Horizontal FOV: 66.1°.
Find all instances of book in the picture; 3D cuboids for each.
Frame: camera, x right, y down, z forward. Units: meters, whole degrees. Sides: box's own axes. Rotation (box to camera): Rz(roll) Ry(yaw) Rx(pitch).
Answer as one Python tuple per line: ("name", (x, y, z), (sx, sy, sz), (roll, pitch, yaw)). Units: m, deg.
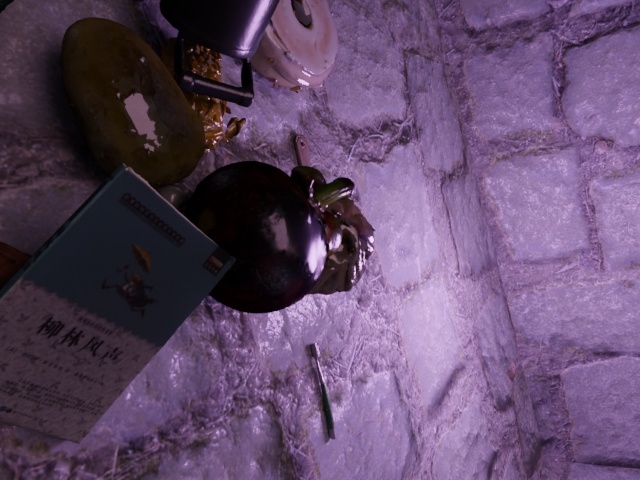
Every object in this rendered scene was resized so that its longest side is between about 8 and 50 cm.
("book", (-0.319, 0.106, 0.704), (0.379, 0.031, 0.264), (-50, 140, -8))

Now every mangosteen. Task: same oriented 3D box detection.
("mangosteen", (-0.095, -0.017, 0.973), (0.306, 0.360, 0.306), (-17, 90, -82))

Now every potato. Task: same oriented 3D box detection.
("potato", (-0.331, -0.228, 0.858), (0.210, 0.173, 0.307), (-46, 116, -47))

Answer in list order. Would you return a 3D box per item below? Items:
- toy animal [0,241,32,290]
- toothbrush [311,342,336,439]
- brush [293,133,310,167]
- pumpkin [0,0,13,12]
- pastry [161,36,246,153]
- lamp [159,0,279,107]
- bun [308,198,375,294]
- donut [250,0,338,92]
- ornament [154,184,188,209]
("toy animal", (-0.416, 0.051, 0.677), (0.312, 0.158, 0.097), (31, 57, -45))
("toothbrush", (0.009, 0.394, 1.290), (0.024, 0.018, 0.257), (-9, 88, -61))
("brush", (-0.019, -0.149, 1.364), (0.072, 0.067, 0.312), (2, 78, -53))
("pumpkin", (-0.518, -0.428, 0.636), (0.263, 0.197, 0.293), (17, 65, -48))
("pastry", (-0.252, -0.298, 1.045), (0.154, 0.102, 0.250), (-6, 83, -56))
("lamp", (-0.169, -0.493, 0.931), (0.205, 0.272, 0.374), (5, 65, -37))
("bun", (0.013, 0.000, 1.205), (0.282, 0.205, 0.281), (0, 90, -33))
("donut", (-0.102, -0.578, 1.295), (0.383, 0.142, 0.382), (19, 67, -51))
("ornament", (-0.300, -0.027, 0.927), (0.075, 0.081, 0.156), (38, 48, -37))
